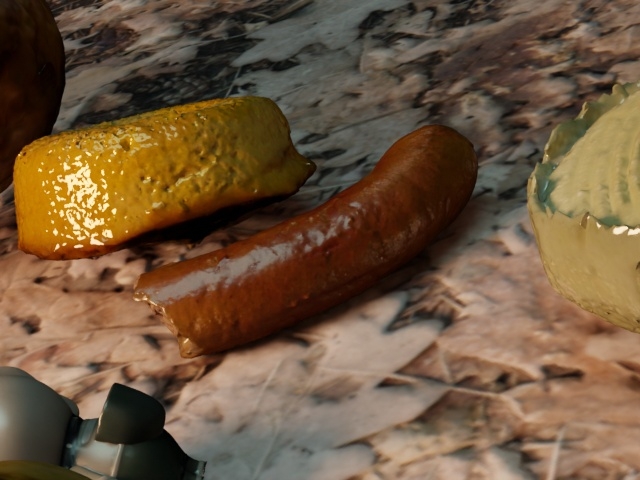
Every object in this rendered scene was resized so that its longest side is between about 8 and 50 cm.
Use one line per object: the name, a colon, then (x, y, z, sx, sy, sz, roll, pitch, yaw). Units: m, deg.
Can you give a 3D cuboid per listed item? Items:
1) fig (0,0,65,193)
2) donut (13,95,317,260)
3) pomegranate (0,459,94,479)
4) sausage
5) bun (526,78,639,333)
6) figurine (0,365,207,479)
fig: (-0.365, -0.067, 1.172, 0.286, 0.368, 0.286, 6, -3, 0)
donut: (-0.131, -0.048, 1.143, 0.253, 0.118, 0.253, -10, 6, 1)
pomegranate: (-0.123, 0.238, 0.484, 0.333, 0.332, 0.332, -13, 29, 7)
sausage: (0.004, 0.002, 1.051, 0.302, 0.076, 0.103, -27, 41, -20)
bun: (0.262, -0.021, 0.879, 0.259, 0.152, 0.259, -24, 23, 11)
figurine: (-0.168, 0.138, 0.848, 0.192, 0.126, 0.147, 16, 18, -5)
